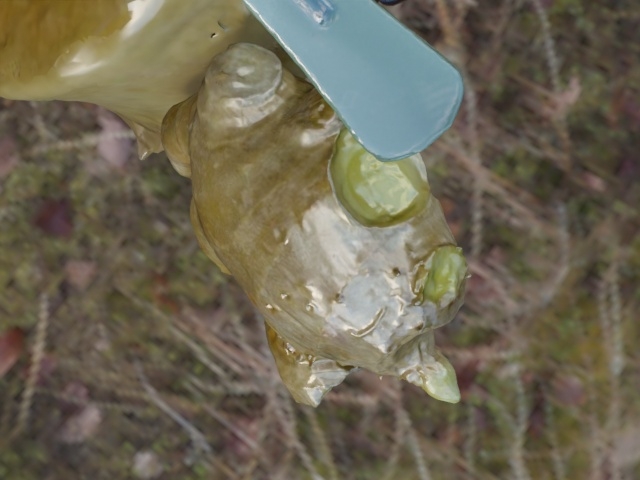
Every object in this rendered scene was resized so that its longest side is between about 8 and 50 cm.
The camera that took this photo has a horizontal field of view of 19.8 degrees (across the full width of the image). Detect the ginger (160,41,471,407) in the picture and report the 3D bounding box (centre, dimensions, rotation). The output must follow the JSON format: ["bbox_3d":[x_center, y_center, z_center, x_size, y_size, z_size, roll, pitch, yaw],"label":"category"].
[{"bbox_3d":[0.000,0.000,0.939,0.102,0.216,0.157,-34,174,-40],"label":"ginger"}]

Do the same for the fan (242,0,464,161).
[{"bbox_3d":[-0.033,-0.095,0.533,0.193,0.016,0.038,43,89,-12],"label":"fan"}]

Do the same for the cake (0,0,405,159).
[{"bbox_3d":[-0.054,-0.216,1.092,0.321,0.332,0.332,6,112,-48],"label":"cake"}]
